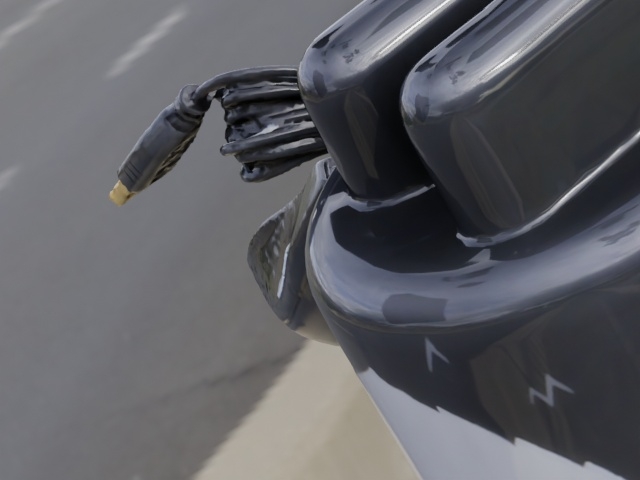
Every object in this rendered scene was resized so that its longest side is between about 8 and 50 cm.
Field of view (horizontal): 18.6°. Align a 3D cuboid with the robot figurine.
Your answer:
[{"bbox_3d":[0.100,0.033,0.628,0.174,0.278,0.209,-21,28,16],"label":"robot figurine"}]

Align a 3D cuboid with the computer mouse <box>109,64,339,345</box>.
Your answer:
[{"bbox_3d":[0.000,0.000,0.792,0.184,0.060,0.262,1,-17,-20],"label":"computer mouse"}]
